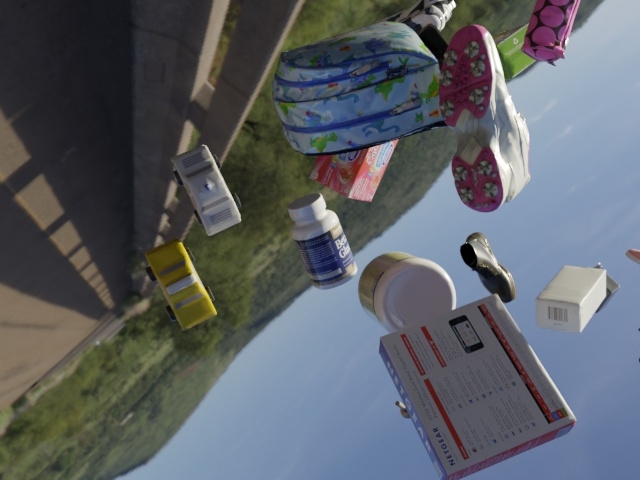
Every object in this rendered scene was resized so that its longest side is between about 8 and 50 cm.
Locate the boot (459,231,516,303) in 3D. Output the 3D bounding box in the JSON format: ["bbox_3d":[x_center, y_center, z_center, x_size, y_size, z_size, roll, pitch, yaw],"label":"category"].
[{"bbox_3d":[0.410,0.081,1.688,0.077,0.197,0.137,-36,173,26],"label":"boot"}]

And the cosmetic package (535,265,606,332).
[{"bbox_3d":[0.654,0.149,1.759,0.117,0.085,0.231,7,-156,38],"label":"cosmetic package"}]

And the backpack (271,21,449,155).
[{"bbox_3d":[0.085,-0.293,1.311,0.356,0.273,0.290,-26,-149,13],"label":"backpack"}]

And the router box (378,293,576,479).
[{"bbox_3d":[0.331,0.314,1.485,0.301,0.335,0.082,-19,147,-10],"label":"router box"}]

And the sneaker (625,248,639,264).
[{"bbox_3d":[0.668,0.031,1.305,0.051,0.134,0.070,0,115,-53],"label":"sneaker"}]

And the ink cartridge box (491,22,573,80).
[{"bbox_3d":[0.502,-0.511,1.780,0.255,0.097,0.189,-38,-162,-19],"label":"ink cartridge box"}]

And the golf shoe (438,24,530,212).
[{"bbox_3d":[0.283,-0.207,1.141,0.140,0.306,0.115,-18,-164,-36],"label":"golf shoe"}]

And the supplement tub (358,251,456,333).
[{"bbox_3d":[0.243,0.156,2.011,0.235,0.235,0.325,-44,-171,-3],"label":"supplement tub"}]

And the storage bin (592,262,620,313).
[{"bbox_3d":[0.843,0.150,2.056,0.098,0.091,0.135,-27,148,-31],"label":"storage bin"}]

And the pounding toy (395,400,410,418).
[{"bbox_3d":[0.375,0.606,2.264,0.183,0.237,0.110,47,46,-68],"label":"pounding toy"}]

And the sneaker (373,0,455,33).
[{"bbox_3d":[0.254,-0.584,1.775,0.153,0.094,0.235,-45,-157,-27],"label":"sneaker"}]

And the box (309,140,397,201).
[{"bbox_3d":[0.097,-0.235,1.630,0.123,0.128,0.256,5,111,-57],"label":"box"}]

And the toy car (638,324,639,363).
[{"bbox_3d":[0.809,0.169,1.626,0.053,0.224,0.239,7,-155,21],"label":"toy car"}]

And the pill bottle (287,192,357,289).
[{"bbox_3d":[0.000,0.000,1.282,0.094,0.169,0.094,-20,-159,8],"label":"pill bottle"}]

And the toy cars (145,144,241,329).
[{"bbox_3d":[-0.263,-0.010,1.409,0.087,0.177,0.393,169,-64,-77],"label":"toy cars"}]

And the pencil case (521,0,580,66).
[{"bbox_3d":[0.530,-0.507,1.519,0.098,0.095,0.209,16,-92,42],"label":"pencil case"}]
